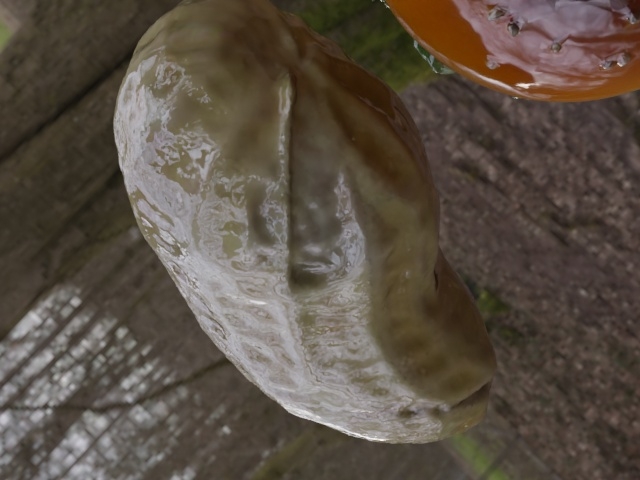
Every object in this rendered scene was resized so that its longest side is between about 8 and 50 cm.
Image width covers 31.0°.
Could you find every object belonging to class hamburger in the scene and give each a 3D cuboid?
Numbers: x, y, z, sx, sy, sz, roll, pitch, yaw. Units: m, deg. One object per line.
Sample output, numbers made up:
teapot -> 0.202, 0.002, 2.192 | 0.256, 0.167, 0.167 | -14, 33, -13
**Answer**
hamburger -> 0.126, -0.179, 0.607 | 0.246, 0.246, 0.170 | 46, -154, -26

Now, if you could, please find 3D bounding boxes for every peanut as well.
peanut -> -0.006, 0.000, 0.710 | 0.158, 0.174, 0.340 | -102, -7, -49
